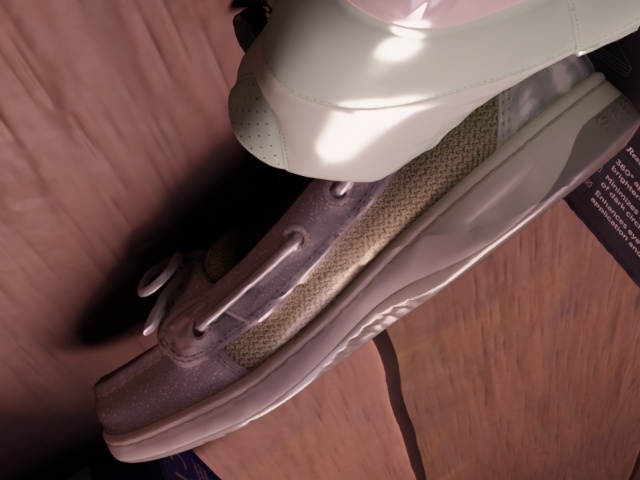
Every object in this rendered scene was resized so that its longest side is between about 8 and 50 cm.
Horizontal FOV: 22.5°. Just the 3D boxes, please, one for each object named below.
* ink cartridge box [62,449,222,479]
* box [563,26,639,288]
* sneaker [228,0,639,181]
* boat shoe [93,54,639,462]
[{"bbox_3d":[-0.141,0.300,0.958,0.395,0.270,0.151,-33,133,7],"label":"ink cartridge box"},{"bbox_3d":[0.180,-0.061,0.739,0.093,0.156,0.158,-30,161,-25],"label":"box"},{"bbox_3d":[0.076,-0.100,0.624,0.256,0.094,0.151,-17,161,-33],"label":"sneaker"},{"bbox_3d":[0.000,0.000,0.760,0.320,0.103,0.118,-37,178,32],"label":"boat shoe"}]
